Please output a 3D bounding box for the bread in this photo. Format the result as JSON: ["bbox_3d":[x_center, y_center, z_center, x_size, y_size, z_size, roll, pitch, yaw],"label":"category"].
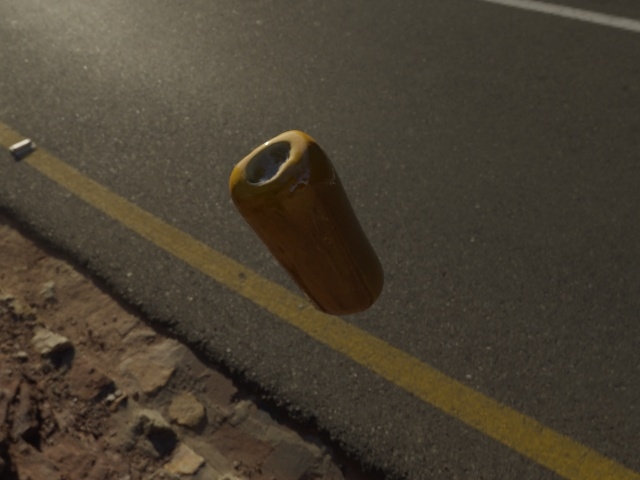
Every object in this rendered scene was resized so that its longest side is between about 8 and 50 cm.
[{"bbox_3d":[0.000,0.000,0.643,0.092,0.239,0.074,-37,50,-4],"label":"bread"}]
